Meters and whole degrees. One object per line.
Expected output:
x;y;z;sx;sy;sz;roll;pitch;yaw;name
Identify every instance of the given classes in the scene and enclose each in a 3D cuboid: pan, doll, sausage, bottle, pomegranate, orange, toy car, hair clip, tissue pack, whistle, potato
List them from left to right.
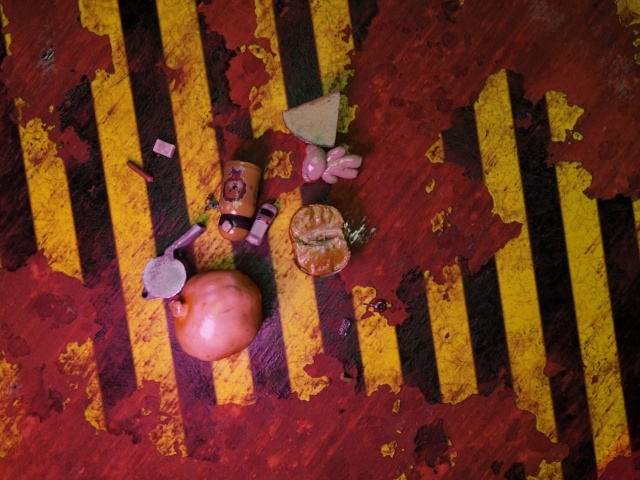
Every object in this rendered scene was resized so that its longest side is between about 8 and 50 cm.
-0.838;-0.322;1.939;0.147;0.035;0.030;37;68;-1;sausage
-0.722;-0.427;1.936;0.084;0.042;0.062;21;91;-2;tissue pack
-0.660;0.090;1.885;0.189;0.168;0.403;17;86;-3;whistle
-0.454;0.311;1.787;0.413;0.411;0.410;0;91;-2;pomegranate
-0.424;-0.150;1.958;0.230;0.039;0.070;10;89;-7;hair clip
-0.365;-0.170;1.862;0.172;0.171;0.350;6;81;-2;bottle
-0.269;-0.078;1.923;0.090;0.108;0.209;28;89;-2;toy car
-0.046;-0.564;1.925;0.256;0.112;0.268;7;92;0;potato
0.002;-0.002;1.892;0.263;0.196;0.333;-18;87;13;orange
0.050;-0.349;1.925;0.279;0.149;0.174;4;101;-15;doll
0.113;0.413;1.982;0.041;0.025;0.093;19;93;-4;toy car
0.259;0.310;1.987;0.116;0.023;0.068;6;91;-2;pan

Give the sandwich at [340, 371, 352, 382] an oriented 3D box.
0.114;0.646;1.980;0.030;0.044;0.083;-52;135;4;sandwich
